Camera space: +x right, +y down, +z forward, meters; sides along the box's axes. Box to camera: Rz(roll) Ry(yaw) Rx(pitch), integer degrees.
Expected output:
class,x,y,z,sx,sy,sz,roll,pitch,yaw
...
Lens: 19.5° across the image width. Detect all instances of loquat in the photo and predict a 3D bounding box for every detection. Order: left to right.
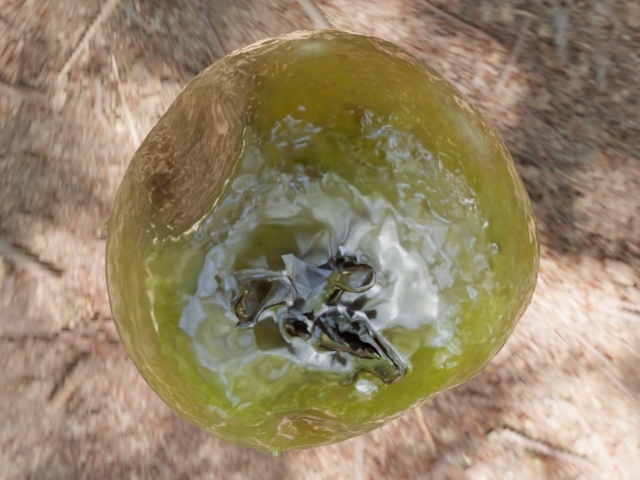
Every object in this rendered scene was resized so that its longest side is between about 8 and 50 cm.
class,x,y,z,sx,sy,sz,roll,pitch,yaw
loquat,-0.006,0.000,0.909,0.213,0.213,0.213,-1,101,-6
